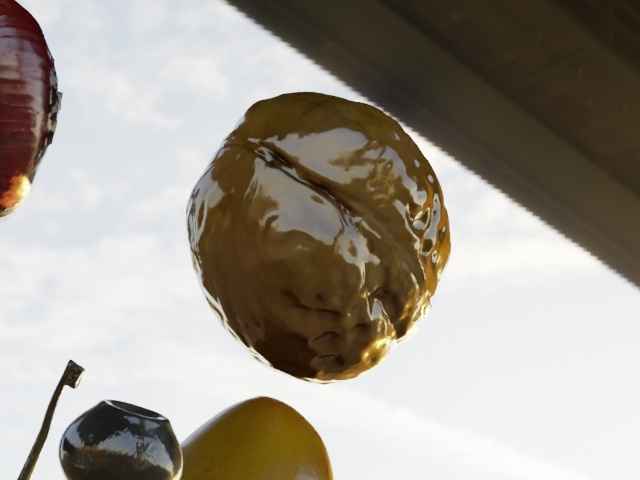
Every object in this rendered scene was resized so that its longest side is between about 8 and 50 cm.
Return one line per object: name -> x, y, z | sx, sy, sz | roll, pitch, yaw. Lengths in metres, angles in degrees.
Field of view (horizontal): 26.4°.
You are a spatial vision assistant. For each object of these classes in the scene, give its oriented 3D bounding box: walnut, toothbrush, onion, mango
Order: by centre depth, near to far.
onion -> -0.365, -0.136, 1.414 | 0.248, 0.248, 0.161 | -18, -3, 37
mango -> -0.142, 0.394, 1.760 | 0.300, 0.445, 0.232 | -3, -46, 45
walnut -> 0.000, 0.000, 1.807 | 0.308, 0.354, 0.397 | 30, -24, 44
toothbrush -> -0.429, 0.319, 2.070 | 0.031, 0.297, 0.030 | 25, 3, 6

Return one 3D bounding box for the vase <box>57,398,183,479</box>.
vase -> -0.202, 0.247, 1.294 | 0.120, 0.182, 0.120 | 18, 0, 0
